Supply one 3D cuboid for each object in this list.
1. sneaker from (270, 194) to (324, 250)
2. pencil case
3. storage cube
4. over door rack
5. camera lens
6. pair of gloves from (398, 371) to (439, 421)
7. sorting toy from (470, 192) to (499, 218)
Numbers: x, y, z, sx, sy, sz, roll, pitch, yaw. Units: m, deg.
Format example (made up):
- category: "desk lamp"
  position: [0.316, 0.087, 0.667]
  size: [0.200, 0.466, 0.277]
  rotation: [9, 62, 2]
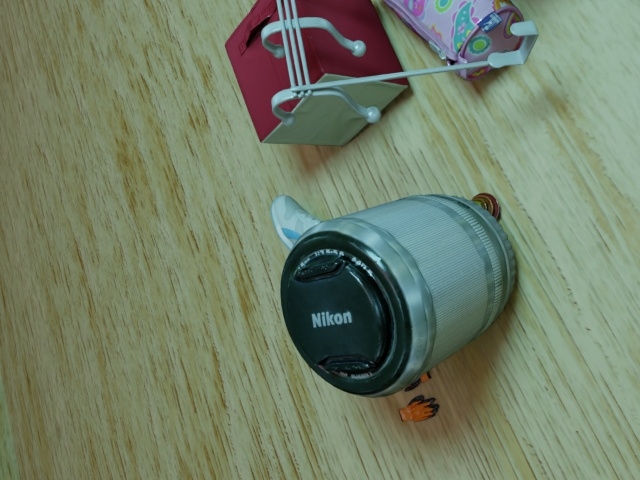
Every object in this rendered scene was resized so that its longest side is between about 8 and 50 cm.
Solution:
- category: "sneaker"
  position: [0.000, 0.000, 1.064]
  size: [0.092, 0.087, 0.228]
  rotation: [-47, 66, 23]
- category: "pencil case"
  position: [0.166, -0.349, 0.897]
  size: [0.124, 0.124, 0.284]
  rotation: [-52, 56, 28]
- category: "storage cube"
  position: [-0.007, -0.281, 0.991]
  size: [0.184, 0.215, 0.193]
  rotation: [-37, 66, 43]
- category: "over door rack"
  position: [0.085, -0.286, 0.801]
  size: [0.325, 0.108, 0.239]
  rotation: [-13, 69, 8]
- category: "camera lens"
  position: [0.102, 0.060, 0.806]
  size: [0.220, 0.274, 0.219]
  rotation: [15, 113, 39]
- category: "pair of gloves"
  position: [0.145, 0.239, 0.963]
  size: [0.074, 0.010, 0.083]
  rotation: [-25, 71, 39]
- category: "sorting toy"
  position: [0.210, -0.031, 0.895]
  size: [0.102, 0.042, 0.061]
  rotation: [-52, 57, 28]
